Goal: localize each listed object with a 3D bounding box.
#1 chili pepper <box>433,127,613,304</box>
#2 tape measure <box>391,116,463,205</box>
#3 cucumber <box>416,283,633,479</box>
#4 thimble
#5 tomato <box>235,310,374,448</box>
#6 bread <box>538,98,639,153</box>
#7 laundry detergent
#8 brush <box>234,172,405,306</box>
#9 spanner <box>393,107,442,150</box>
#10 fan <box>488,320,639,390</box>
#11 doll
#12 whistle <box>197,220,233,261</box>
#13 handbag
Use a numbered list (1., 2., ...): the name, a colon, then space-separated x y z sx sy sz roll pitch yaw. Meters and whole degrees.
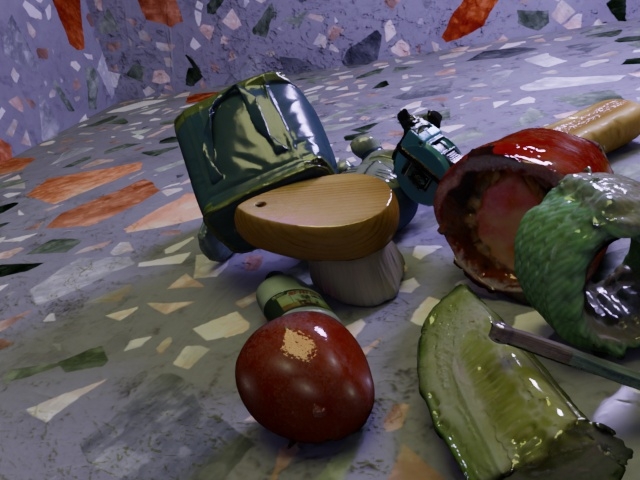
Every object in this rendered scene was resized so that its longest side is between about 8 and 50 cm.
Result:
1. chili pepper: 0.331 -0.057 1.079 0.251 0.229 0.305 9 20 24
2. tape measure: 0.191 -0.128 1.204 0.081 0.125 0.146 -32 68 -36
3. cucumber: 0.194 0.166 0.755 0.145 0.105 0.325 -38 22 8
4. thimble: 0.355 0.025 0.840 0.219 0.218 0.150 -14 24 -5
5. tomato: -0.020 0.158 0.814 0.167 0.167 0.167 -10 23 5
6. bread: 0.563 -0.218 1.450 0.305 0.091 0.142 -24 33 -25
7. laundry detergent: -0.045 0.099 1.058 0.099 0.070 0.226 -6 17 -15
8. brush: 0.000 0.000 1.103 0.267 0.166 0.174 -1 36 9
9. spanner: 0.177 -0.203 1.459 0.087 0.024 0.316 13 -18 -5
10. fan: 0.305 0.137 0.695 0.282 0.023 0.057 18 24 -5
11. doll: 0.114 -0.107 1.340 0.228 0.154 0.258 8 28 26
12. whistle: -0.162 -0.083 1.430 0.189 0.189 0.347 -6 36 16
13. handbag: -0.111 -0.141 1.242 0.263 0.222 0.241 -22 63 4
